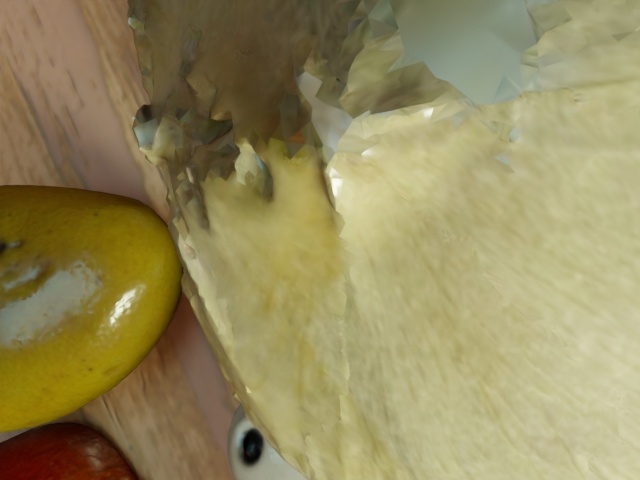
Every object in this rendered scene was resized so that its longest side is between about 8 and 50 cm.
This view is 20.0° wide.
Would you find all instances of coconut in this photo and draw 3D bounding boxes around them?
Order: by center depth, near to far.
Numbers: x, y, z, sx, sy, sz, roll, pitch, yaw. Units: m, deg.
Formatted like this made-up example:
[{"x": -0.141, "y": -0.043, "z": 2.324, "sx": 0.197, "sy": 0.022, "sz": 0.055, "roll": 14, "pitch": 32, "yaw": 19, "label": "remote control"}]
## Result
[{"x": 0.110, "y": -0.059, "z": 0.603, "sx": 0.346, "sy": 0.360, "sz": 0.346, "roll": -1, "pitch": 89, "yaw": 37, "label": "coconut"}]

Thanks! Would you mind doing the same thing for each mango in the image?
[{"x": -0.160, "y": 0.030, "z": 0.978, "sx": 0.195, "sy": 0.098, "sz": 0.137, "roll": -22, "pitch": 70, "yaw": 30, "label": "mango"}]

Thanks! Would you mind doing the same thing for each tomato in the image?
[{"x": -0.158, "y": 0.175, "z": 0.985, "sx": 0.155, "sy": 0.069, "sz": 0.156, "roll": -2, "pitch": 86, "yaw": 37, "label": "tomato"}]

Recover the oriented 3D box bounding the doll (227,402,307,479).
[{"x": 0.001, "y": 0.000, "z": 0.855, "sx": 0.160, "sy": 0.094, "sz": 0.365, "roll": -24, "pitch": 73, "yaw": 38, "label": "doll"}]
